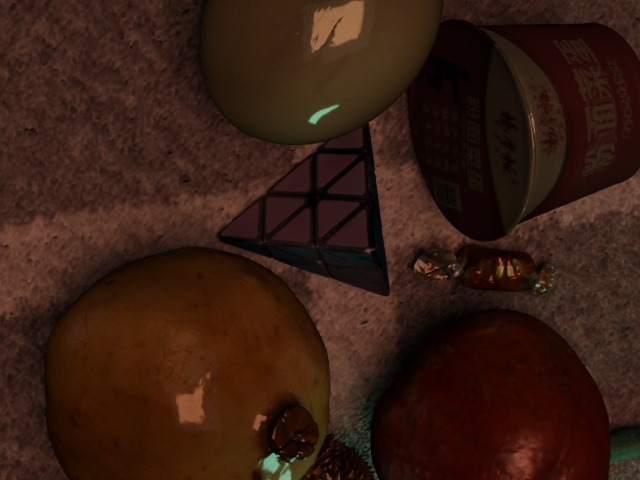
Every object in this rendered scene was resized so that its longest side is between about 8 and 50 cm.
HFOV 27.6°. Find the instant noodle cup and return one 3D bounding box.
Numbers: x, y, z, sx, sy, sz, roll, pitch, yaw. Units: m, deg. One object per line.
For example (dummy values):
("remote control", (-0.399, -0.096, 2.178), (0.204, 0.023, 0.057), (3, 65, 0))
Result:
("instant noodle cup", (0.224, -0.131, 1.377), (0.178, 0.235, 0.234), (-14, 106, -23))

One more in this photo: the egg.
("egg", (0.000, -0.217, 1.284), (0.219, 0.219, 0.269), (37, 85, -21))

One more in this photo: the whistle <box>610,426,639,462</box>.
("whistle", (0.317, 0.260, 1.585), (0.186, 0.039, 0.039), (-10, 105, -14))

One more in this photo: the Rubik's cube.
("Rubik's cube", (0.000, 0.000, 1.360), (0.190, 0.178, 0.211), (-15, 105, -10))

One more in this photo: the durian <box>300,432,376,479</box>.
("durian", (0.001, 0.280, 1.433), (0.137, 0.168, 0.158), (-32, 90, 18))

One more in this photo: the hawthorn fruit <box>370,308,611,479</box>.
("hawthorn fruit", (0.192, 0.226, 1.429), (0.284, 0.284, 0.284), (-4, 103, -16))

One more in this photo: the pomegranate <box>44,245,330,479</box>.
("pomegranate", (-0.139, 0.152, 1.308), (0.307, 0.307, 0.307), (-4, 103, -16))

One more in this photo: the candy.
("candy", (0.195, 0.035, 1.492), (0.182, 0.046, 0.053), (7, 102, -20))
